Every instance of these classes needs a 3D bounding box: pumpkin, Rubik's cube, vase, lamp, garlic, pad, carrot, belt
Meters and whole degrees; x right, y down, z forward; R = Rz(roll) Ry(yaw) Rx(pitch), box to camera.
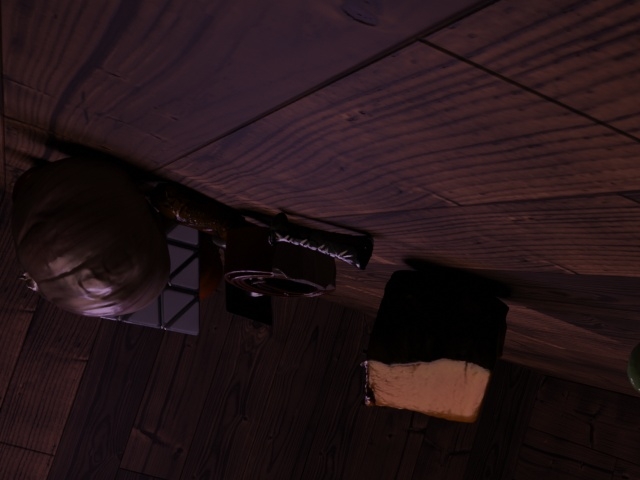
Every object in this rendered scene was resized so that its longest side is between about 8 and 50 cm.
[{"bbox_3d":[0.207,0.184,1.594,0.225,0.256,0.303,12,-164,10],"label":"pumpkin"},{"bbox_3d":[-0.359,0.058,1.819,0.228,0.233,0.229,2,164,-3],"label":"Rubik's cube"},{"bbox_3d":[0.000,0.000,1.439,0.167,0.059,0.059,15,173,22],"label":"vase"},{"bbox_3d":[-0.315,0.035,2.004,0.223,0.196,0.223,55,178,3],"label":"lamp"},{"bbox_3d":[-0.414,-0.009,1.565,0.317,0.259,0.317,48,174,7],"label":"garlic"},{"bbox_3d":[-0.159,0.076,1.953,0.003,0.211,0.143,-26,147,34],"label":"pad"},{"bbox_3d":[-0.215,-0.049,1.624,0.069,0.069,0.228,13,173,38],"label":"carrot"},{"bbox_3d":[-0.069,0.046,1.670,0.184,0.105,0.261,-5,163,25],"label":"belt"}]

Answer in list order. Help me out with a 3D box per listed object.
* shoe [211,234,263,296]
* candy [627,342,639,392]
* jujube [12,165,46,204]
[{"bbox_3d":[-0.138,0.050,1.887,0.114,0.137,0.291,12,170,38],"label":"shoe"},{"bbox_3d":[0.591,0.217,1.338,0.343,0.132,0.142,24,-173,-44],"label":"candy"},{"bbox_3d":[-0.587,-0.077,1.963,0.174,0.174,0.250,18,163,-2],"label":"jujube"}]
